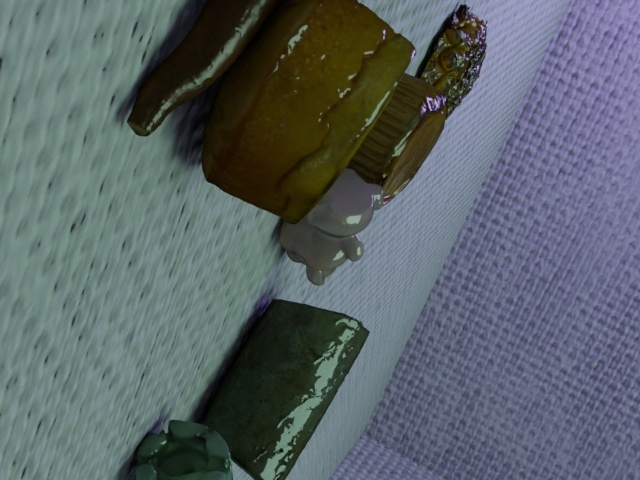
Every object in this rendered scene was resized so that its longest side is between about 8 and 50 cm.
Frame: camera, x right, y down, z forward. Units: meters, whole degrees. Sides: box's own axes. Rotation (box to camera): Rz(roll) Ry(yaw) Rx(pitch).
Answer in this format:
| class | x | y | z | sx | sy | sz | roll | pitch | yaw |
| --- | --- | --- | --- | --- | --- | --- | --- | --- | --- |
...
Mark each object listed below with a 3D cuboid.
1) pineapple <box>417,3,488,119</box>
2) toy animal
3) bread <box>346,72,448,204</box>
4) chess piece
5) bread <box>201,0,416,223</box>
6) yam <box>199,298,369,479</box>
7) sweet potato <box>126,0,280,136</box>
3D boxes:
| class | x | y | z | sx | sy | sz | roll | pitch | yaw |
| --- | --- | --- | --- | --- | --- | --- | --- | --- | --- |
| pineapple | 0.218 | -0.280 | 2.022 | 0.225 | 0.076 | 0.225 | -56 | 167 | -20 |
| toy animal | -0.002 | 0.000 | 1.628 | 0.124 | 0.124 | 0.212 | -51 | 171 | -43 |
| bread | 0.089 | -0.143 | 1.704 | 0.199 | 0.104 | 0.199 | -53 | 167 | -17 |
| chess piece | -0.171 | 0.367 | 1.601 | 0.194 | 0.194 | 0.299 | -53 | 157 | -38 |
| bread | -0.019 | -0.125 | 1.114 | 0.195 | 0.142 | 0.270 | -56 | -177 | -21 |
| yam | -0.058 | 0.210 | 1.751 | 0.268 | 0.161 | 0.161 | -61 | 169 | -11 |
| sweet potato | -0.069 | -0.188 | 0.996 | 0.264 | 0.057 | 0.057 | -58 | 168 | -20 |
